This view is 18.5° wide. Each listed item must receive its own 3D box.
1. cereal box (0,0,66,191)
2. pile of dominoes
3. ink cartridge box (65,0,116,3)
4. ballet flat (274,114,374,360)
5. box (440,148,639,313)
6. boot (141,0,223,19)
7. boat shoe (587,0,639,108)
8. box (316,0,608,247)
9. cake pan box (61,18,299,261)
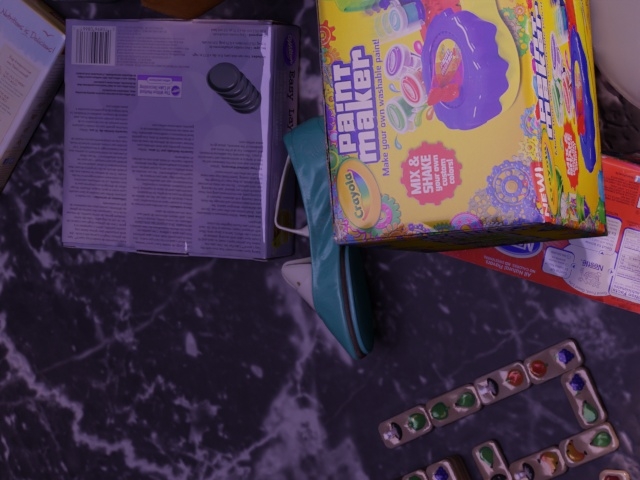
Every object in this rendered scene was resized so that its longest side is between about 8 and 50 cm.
[{"bbox_3d":[-0.381,-0.174,2.167,0.173,0.047,0.240,40,110,18],"label":"cereal box"},{"bbox_3d":[0.175,0.232,1.932,0.251,0.040,0.196,-27,82,26],"label":"pile of dominoes"},{"bbox_3d":[-0.202,-0.410,2.015,0.211,0.121,0.289,-17,87,26],"label":"ink cartridge box"},{"bbox_3d":[0.000,0.000,1.972,0.087,0.083,0.247,-7,86,15],"label":"ballet flat"},{"bbox_3d":[0.226,-0.027,1.837,0.257,0.122,0.128,17,100,24],"label":"box"},{"bbox_3d":[-0.063,-0.270,1.876,0.295,0.104,0.211,28,140,-17],"label":"boot"},{"bbox_3d":[0.276,-0.248,1.804,0.113,0.105,0.306,-41,70,27],"label":"boat shoe"},{"bbox_3d":[0.121,-0.142,1.656,0.177,0.279,0.290,-5,87,19],"label":"box"},{"bbox_3d":[-0.153,-0.108,2.050,0.267,0.070,0.246,3,94,26],"label":"cake pan box"}]
